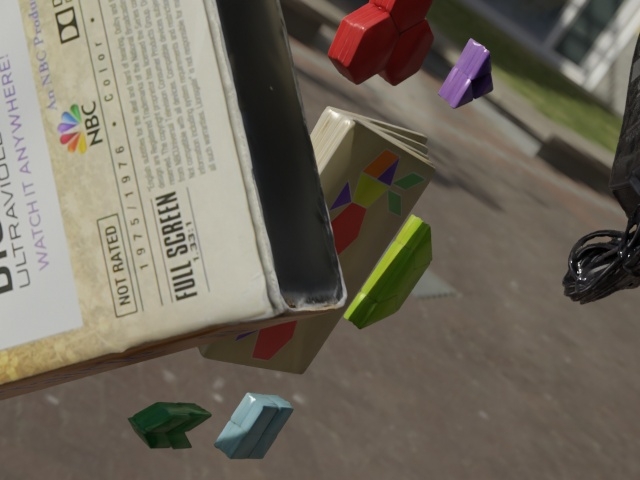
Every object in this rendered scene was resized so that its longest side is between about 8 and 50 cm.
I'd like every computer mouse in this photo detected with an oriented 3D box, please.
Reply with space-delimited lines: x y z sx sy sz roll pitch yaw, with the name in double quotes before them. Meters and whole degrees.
"computer mouse" 0.263 -0.083 0.947 0.072 0.272 0.188 20 -18 -7

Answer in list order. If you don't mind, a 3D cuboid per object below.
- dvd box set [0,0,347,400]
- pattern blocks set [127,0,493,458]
"dvd box set" -0.218 -0.067 0.526 0.062 0.420 0.307 8 66 -66
"pattern blocks set" 0.000 0.000 0.834 0.026 0.325 0.285 36 -1 27
